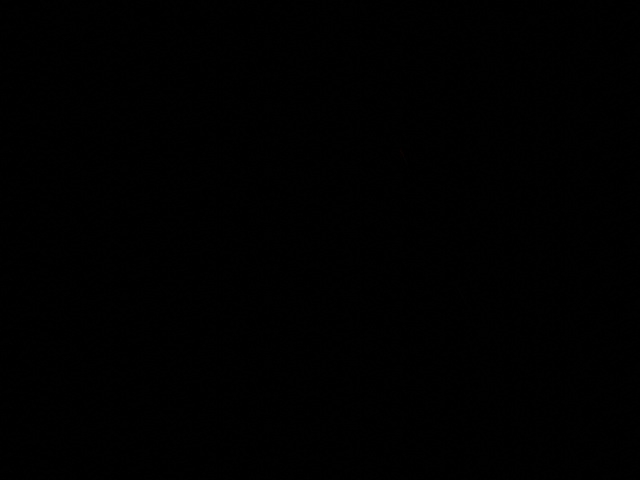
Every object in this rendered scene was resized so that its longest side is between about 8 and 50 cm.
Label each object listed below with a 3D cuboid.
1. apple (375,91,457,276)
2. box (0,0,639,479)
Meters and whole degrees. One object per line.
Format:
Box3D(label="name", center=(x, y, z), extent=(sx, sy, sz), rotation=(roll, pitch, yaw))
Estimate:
Box3D(label="apple", center=(0.000, 0.000, 0.566), extent=(0.319, 0.319, 0.277), rotation=(-42, 173, -47))
Box3D(label="box", center=(0.057, 0.006, 0.152), extent=(0.319, 0.256, 0.349), rotation=(-5, 159, -46))
